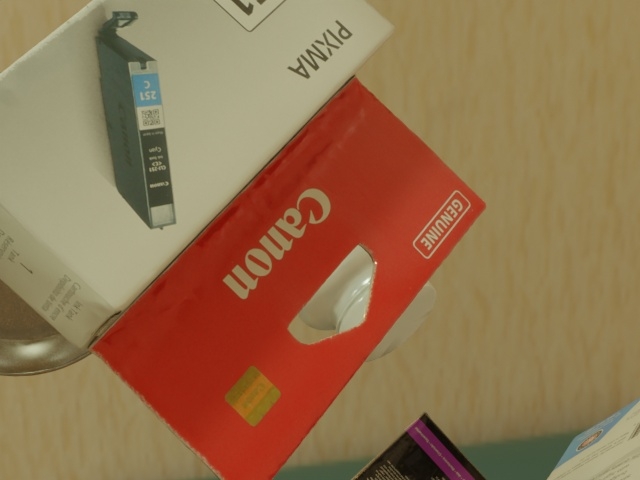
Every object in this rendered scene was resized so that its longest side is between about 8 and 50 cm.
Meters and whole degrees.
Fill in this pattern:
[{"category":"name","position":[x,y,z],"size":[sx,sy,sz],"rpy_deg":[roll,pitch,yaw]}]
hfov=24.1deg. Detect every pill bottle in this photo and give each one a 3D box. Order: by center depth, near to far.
[{"category":"pill bottle","position":[0.000,0.000,1.321],"size":[0.121,0.121,0.216],"rpy_deg":[-19,56,-38]}]

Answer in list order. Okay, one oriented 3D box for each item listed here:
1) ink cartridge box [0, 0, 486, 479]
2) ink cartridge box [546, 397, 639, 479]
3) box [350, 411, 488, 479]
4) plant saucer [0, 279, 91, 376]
[{"category":"ink cartridge box","position":[-0.045,-0.040,0.881],"size":[0.261,0.066,0.296],"rpy_deg":[43,52,-2]},{"category":"ink cartridge box","position":[0.190,0.170,0.885],"size":[0.148,0.086,0.203],"rpy_deg":[-40,2,41]},{"category":"box","position":[0.081,0.263,1.456],"size":[0.162,0.116,0.029],"rpy_deg":[-42,-3,-3]},{"category":"plant saucer","position":[-0.342,-0.003,1.658],"size":[0.310,0.311,0.050],"rpy_deg":[1,16,2]}]
